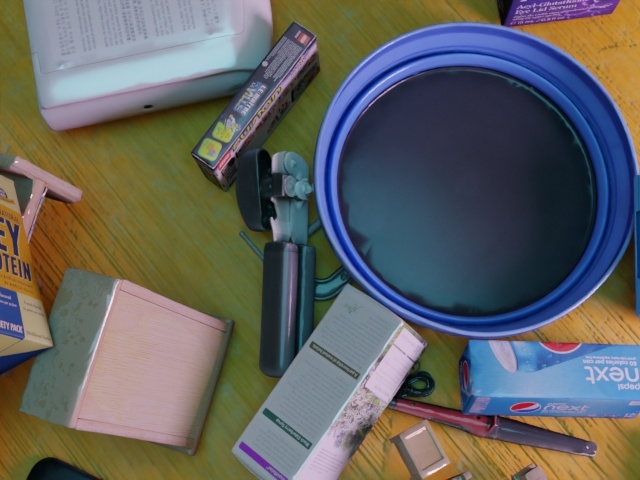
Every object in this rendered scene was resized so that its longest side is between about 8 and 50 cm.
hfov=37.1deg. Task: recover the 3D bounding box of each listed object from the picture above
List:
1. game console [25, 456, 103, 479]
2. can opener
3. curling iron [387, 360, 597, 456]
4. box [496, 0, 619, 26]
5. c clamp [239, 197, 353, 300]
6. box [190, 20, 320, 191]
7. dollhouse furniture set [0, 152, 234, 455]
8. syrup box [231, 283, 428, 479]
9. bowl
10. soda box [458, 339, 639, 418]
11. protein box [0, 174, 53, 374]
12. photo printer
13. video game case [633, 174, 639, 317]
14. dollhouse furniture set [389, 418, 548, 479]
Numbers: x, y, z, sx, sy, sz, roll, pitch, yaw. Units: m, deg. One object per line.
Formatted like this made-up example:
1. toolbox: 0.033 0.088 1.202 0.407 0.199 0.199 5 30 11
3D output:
1. game console: -0.285 0.424 1.056 0.173 0.250 0.293 27 80 -20
2. can opener: -0.049 0.026 1.161 0.093 0.074 0.280 -7 81 35
3. curling iron: 0.198 0.207 1.140 0.274 0.035 0.068 19 80 6
4. box: 0.301 -0.358 1.161 0.153 0.207 0.108 -8 78 1
5. c clamp: 0.000 0.000 1.197 0.161 0.022 0.137 -34 79 -4
6. box: -0.076 -0.164 1.187 0.036 0.114 0.207 36 82 9
7. dollhouse furniture set: -0.346 0.108 1.129 0.394 0.256 0.362 11 78 26
8. syrup box: 0.012 0.181 1.106 0.096 0.093 0.237 32 84 34
9. bowl: 0.185 -0.072 1.160 0.391 0.077 0.391 1 76 -2
10. soda box: 0.272 0.162 1.112 0.210 0.067 0.071 2 60 -3
11. protein box: -0.406 0.047 0.952 0.200 0.136 0.201 -28 65 14
12. photo printer: -0.218 -0.291 1.221 0.308 0.107 0.256 -13 79 -1
13. video game case: 0.402 0.015 1.135 0.015 0.119 0.166 -6 76 38
14. dollhouse furniture set: 0.177 0.286 1.116 0.161 0.101 0.182 -21 76 -27
